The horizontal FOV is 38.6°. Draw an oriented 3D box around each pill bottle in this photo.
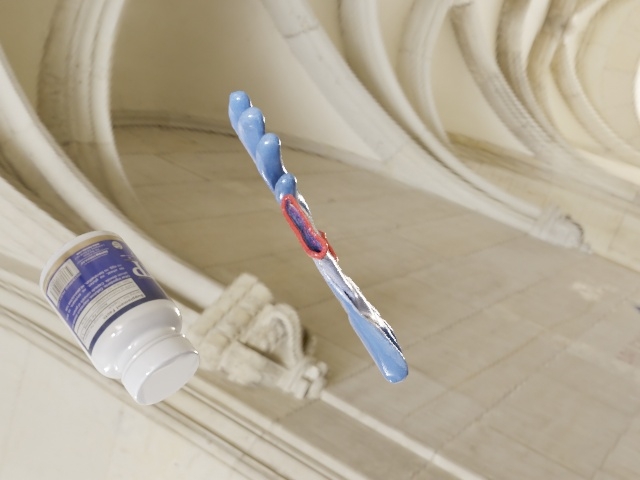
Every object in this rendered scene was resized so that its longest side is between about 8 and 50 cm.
[{"bbox_3d":[-0.221,0.088,1.023,0.112,0.186,0.112,-34,-26,-19],"label":"pill bottle"}]

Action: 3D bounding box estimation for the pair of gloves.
[{"bbox_3d":[0.000,0.000,0.572,0.023,0.198,0.159,-32,-40,0],"label":"pair of gloves"}]
